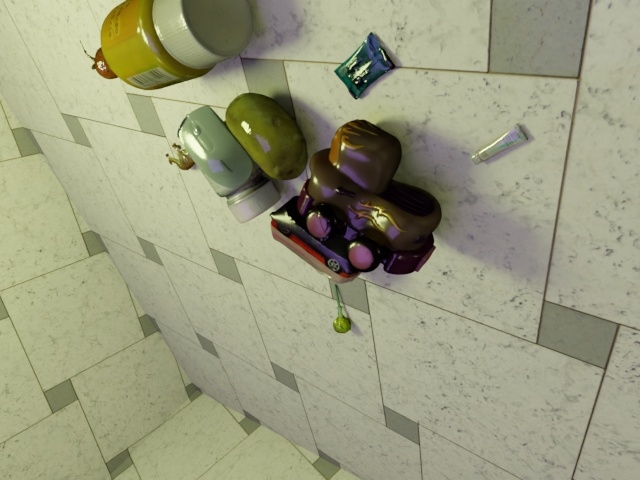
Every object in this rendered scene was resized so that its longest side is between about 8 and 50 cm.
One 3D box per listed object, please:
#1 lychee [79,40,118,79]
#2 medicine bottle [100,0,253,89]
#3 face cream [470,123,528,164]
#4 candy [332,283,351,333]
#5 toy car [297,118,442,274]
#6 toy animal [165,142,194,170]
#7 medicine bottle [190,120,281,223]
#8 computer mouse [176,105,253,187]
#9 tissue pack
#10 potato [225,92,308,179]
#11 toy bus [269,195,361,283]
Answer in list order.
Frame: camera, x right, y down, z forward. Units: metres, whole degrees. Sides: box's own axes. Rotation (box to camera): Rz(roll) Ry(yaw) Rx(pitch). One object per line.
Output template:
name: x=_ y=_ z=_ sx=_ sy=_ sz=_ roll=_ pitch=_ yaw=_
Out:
lychee: x=-0.689 y=-0.580 z=1.528 sx=0.140 sy=0.101 sz=0.114 roll=7 pitch=98 yaw=26
medicine bottle: x=-0.353 y=-0.503 z=1.143 sx=0.384 sy=0.224 sz=0.224 roll=6 pitch=128 yaw=45
face cream: x=0.339 y=-0.181 z=0.904 sx=0.038 sy=0.020 sz=0.115 roll=52 pitch=144 yaw=-5
candy: x=0.063 y=0.229 z=1.577 sx=0.058 sy=0.062 sz=0.193 roll=-103 pitch=3 yaw=-64
toy car: x=0.125 y=-0.103 z=1.040 sx=0.341 sy=0.271 sz=0.240 roll=34 pitch=123 yaw=13
toy animal: x=-0.465 y=-0.289 z=1.614 sx=0.099 sy=0.057 sz=0.241 roll=54 pitch=144 yaw=-10
medicine bottle: x=-0.249 y=-0.201 z=1.382 sx=0.165 sy=0.165 sz=0.273 roll=-12 pitch=116 yaw=51
computer mouse: x=-0.275 y=-0.242 z=1.244 sx=0.128 sy=0.079 sz=0.231 roll=-42 pitch=99 yaw=12
tissue pack: x=0.088 y=-0.359 z=0.992 sx=0.085 sy=0.028 sz=0.138 roll=52 pitch=141 yaw=-6
potato: x=-0.130 y=-0.265 z=1.201 sx=0.228 sy=0.149 sz=0.197 roll=47 pitch=163 yaw=25
toy bus: x=0.000 y=0.000 z=1.349 sx=0.303 sy=0.127 sz=0.147 roll=37 pitch=149 yaw=12
